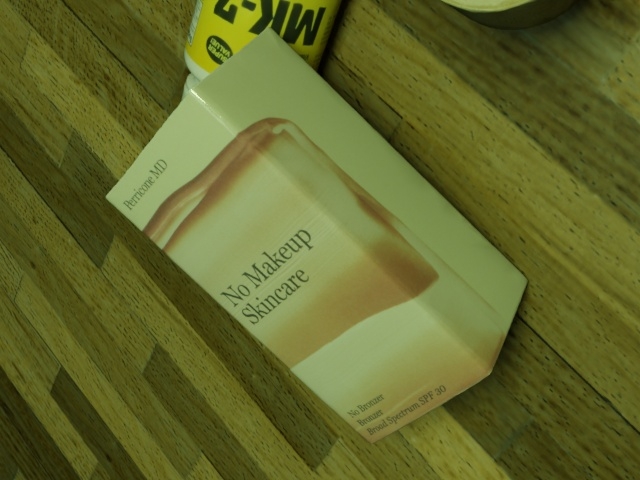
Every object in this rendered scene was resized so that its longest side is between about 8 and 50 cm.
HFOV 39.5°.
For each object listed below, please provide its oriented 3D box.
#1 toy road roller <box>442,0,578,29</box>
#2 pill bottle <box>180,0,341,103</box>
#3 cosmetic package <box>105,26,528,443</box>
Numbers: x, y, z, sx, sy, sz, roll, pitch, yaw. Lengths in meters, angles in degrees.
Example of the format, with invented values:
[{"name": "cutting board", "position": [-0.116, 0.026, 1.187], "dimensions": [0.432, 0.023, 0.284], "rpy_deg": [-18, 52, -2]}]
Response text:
[{"name": "toy road roller", "position": [0.091, -0.312, 0.523], "dimensions": [0.241, 0.202, 0.329], "rpy_deg": [-40, 85, 19]}, {"name": "pill bottle", "position": [-0.050, -0.191, 0.776], "dimensions": [0.119, 0.119, 0.208], "rpy_deg": [38, 124, 27]}, {"name": "cosmetic package", "position": [0.000, 0.000, 0.710], "dimensions": [0.296, 0.129, 0.153], "rpy_deg": [43, 131, -5]}]
